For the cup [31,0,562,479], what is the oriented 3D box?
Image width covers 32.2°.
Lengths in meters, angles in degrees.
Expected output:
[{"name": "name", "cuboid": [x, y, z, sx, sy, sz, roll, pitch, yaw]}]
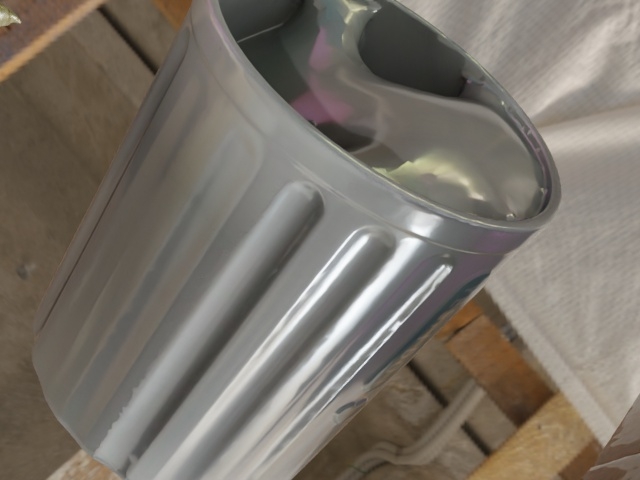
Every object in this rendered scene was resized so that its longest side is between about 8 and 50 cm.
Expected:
[{"name": "cup", "cuboid": [0.001, 0.010, 0.497, 0.221, 0.202, 0.167, 19, -145, -28]}]

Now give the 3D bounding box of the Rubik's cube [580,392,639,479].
[{"name": "Rubik's cube", "cuboid": [0.280, 0.227, 0.471, 0.322, 0.316, 0.319, 49, -127, -1]}]

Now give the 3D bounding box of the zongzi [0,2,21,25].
[{"name": "zongzi", "cuboid": [-0.303, -0.174, 0.542, 0.299, 0.274, 0.145, -6, -109, -16]}]
